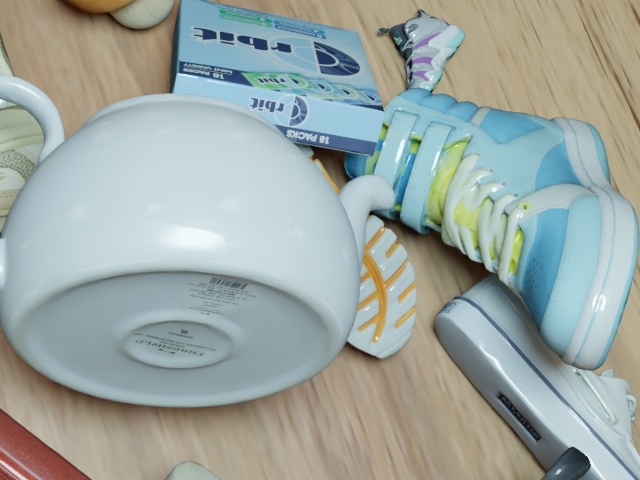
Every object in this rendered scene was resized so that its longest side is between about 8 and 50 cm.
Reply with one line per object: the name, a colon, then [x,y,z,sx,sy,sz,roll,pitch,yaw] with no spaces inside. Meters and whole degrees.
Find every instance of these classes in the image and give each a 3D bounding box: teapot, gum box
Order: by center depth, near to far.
teapot: [-0.098,-0.013,0.818,0.252,0.256,0.187,-12,59,15]
gum box: [-0.039,-0.134,0.965,0.157,0.041,0.184,10,28,-10]

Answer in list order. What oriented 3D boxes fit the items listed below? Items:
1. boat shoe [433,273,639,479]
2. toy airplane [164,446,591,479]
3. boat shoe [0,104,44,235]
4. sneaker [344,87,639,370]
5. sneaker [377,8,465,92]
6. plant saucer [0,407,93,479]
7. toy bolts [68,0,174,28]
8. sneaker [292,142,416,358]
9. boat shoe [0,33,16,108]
boat shoe: [0.206,0.138,0.972,0.088,0.096,0.267,-38,76,-17]
toy airplane: [0.079,0.326,0.779,0.384,0.272,0.386,16,35,-21]
boat shoe: [-0.327,0.010,0.863,0.341,0.121,0.110,-25,79,-21]
sneaker: [0.117,-0.018,0.928,0.208,0.319,0.127,13,114,-2]
sneaker: [0.078,-0.163,1.068,0.069,0.038,0.098,31,58,0]
plant saucer: [-0.275,0.238,0.841,0.258,0.048,0.259,38,67,0]
toy bolts: [-0.177,-0.302,1.025,0.218,0.158,0.228,25,74,39]
sneaker: [0.000,0.000,0.972,0.084,0.083,0.215,-35,95,-18]
boat shoe: [-0.278,-0.153,0.968,0.045,0.050,0.135,-18,77,-24]
